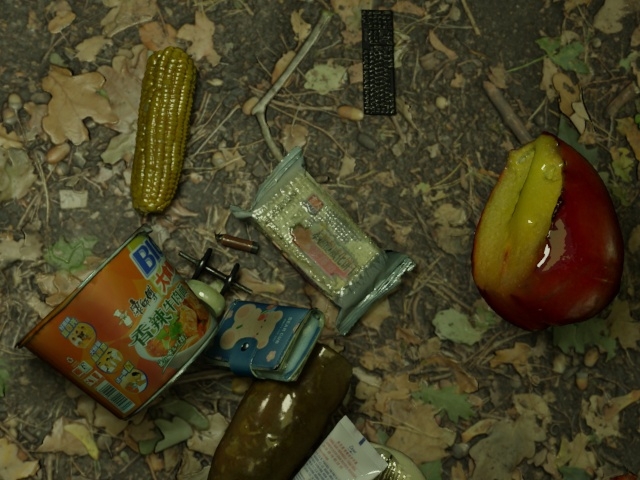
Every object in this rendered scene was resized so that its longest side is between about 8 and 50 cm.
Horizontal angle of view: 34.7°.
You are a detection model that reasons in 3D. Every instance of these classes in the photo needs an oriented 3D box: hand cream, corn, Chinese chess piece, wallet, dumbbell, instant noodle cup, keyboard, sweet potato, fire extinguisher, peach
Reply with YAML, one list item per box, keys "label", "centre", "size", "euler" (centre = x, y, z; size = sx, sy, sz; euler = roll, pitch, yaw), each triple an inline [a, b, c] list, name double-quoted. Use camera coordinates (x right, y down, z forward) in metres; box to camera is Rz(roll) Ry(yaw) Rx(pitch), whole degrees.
- label: "hand cream"
  centre: [-0.006, 0.417, 1.703]
  size: [0.248, 0.083, 0.133]
  euler: [-47, 46, 3]
- label: "corn"
  centre: [-0.278, -0.194, 1.819]
  size: [0.102, 0.102, 0.313]
  euler: [6, 82, -7]
- label: "Chinese chess piece"
  centre: [-0.206, 0.103, 1.797]
  size: [0.084, 0.084, 0.034]
  euler: [31, 64, -3]
- label: "wallet"
  centre: [-0.098, 0.170, 1.741]
  size: [0.059, 0.202, 0.141]
  euler: [49, 59, -35]
- label: "dumbbell"
  centre: [-0.185, 0.057, 1.812]
  size: [0.147, 0.069, 0.069]
  euler: [29, 80, -4]
- label: "instant noodle cup"
  centre: [-0.321, 0.146, 1.689]
  size: [0.296, 0.296, 0.214]
  euler: [-45, 98, -11]
- label: "keyboard"
  centre: [0.109, -0.336, 1.932]
  size: [0.061, 0.013, 0.204]
  euler: [0, 82, -8]
- label: "sweet potato"
  centre: [-0.090, 0.338, 1.749]
  size: [0.158, 0.158, 0.370]
  euler: [32, 79, -2]
- label: "fire extinguisher"
  centre: [-0.153, 0.001, 1.847]
  size: [0.083, 0.022, 0.028]
  euler: [16, 117, -5]
- label: "peach"
  centre: [0.393, -0.018, 1.797]
  size: [0.281, 0.281, 0.338]
  euler: [-15, 93, -9]

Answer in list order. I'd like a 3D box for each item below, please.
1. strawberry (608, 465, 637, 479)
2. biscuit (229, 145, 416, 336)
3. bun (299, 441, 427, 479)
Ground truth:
- label: "strawberry"
  centre: [0.566, 0.584, 1.807]
  size: [0.280, 0.150, 0.253]
  euler: [38, 51, 2]
- label: "biscuit"
  centre: [0.004, -0.003, 1.843]
  size: [0.186, 0.079, 0.309]
  euler: [-43, 88, -9]
- label: "bun"
  centre: [0.075, 0.448, 1.772]
  size: [0.237, 0.116, 0.210]
  euler: [19, 87, 19]
